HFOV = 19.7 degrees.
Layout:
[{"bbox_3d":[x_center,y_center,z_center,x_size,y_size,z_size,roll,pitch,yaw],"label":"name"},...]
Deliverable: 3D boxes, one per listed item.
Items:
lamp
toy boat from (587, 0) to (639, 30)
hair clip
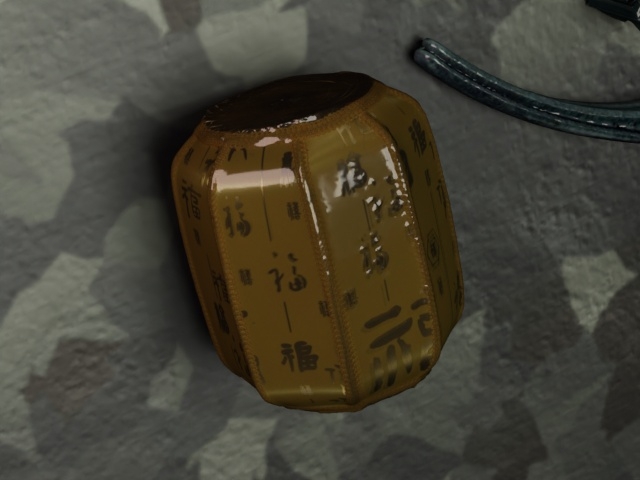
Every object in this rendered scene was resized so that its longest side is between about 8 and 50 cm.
[{"bbox_3d":[0.000,0.000,1.101,0.161,0.161,0.185,-19,112,-22],"label":"lamp"},{"bbox_3d":[0.234,-0.206,1.221,0.060,0.055,0.141,36,86,-37],"label":"toy boat"},{"bbox_3d":[0.183,-0.092,1.233,0.275,0.048,0.083,4,106,-27],"label":"hair clip"}]
